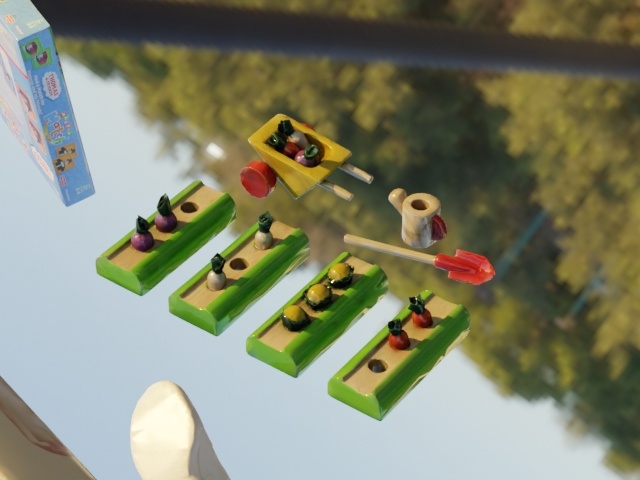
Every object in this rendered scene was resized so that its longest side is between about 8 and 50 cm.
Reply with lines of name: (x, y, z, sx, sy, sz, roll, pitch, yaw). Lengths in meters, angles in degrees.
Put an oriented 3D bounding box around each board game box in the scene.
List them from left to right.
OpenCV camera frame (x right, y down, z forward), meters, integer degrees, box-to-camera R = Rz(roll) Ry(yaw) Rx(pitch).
board game box: (-0.281, -0.157, 1.782, 0.160, 0.039, 0.211, 50, 158, 39)

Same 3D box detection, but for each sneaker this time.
sneaker: (-0.124, 0.244, 1.906, 0.094, 0.080, 0.212, 25, -142, -58)

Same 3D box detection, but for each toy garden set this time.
toy garden set: (0.000, 0.000, 1.306, 0.244, 0.204, 0.049, 25, 136, 27)

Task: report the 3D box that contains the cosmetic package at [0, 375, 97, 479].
cosmetic package: (-0.338, 0.173, 1.585, 0.296, 0.153, 0.129, 44, -163, 26)
